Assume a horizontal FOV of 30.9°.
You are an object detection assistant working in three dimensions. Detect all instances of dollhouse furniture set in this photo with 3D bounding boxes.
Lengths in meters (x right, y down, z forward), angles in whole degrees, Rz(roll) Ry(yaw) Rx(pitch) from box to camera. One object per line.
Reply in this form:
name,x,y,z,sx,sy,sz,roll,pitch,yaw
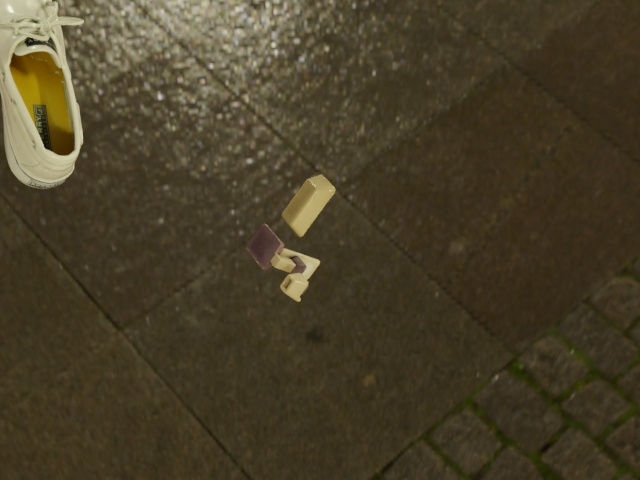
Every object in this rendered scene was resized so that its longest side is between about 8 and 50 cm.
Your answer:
dollhouse furniture set,0.000,0.000,1.226,0.114,0.081,0.091,-54,48,13

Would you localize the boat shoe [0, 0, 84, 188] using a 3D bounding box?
boat shoe,-0.408,-0.267,1.639,0.136,0.156,0.367,-4,76,-32
